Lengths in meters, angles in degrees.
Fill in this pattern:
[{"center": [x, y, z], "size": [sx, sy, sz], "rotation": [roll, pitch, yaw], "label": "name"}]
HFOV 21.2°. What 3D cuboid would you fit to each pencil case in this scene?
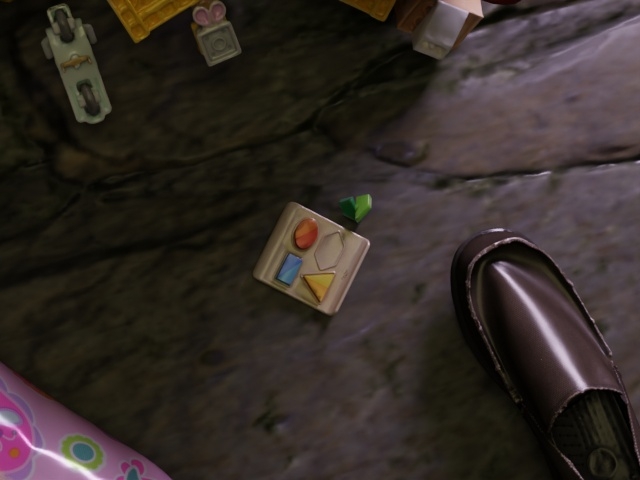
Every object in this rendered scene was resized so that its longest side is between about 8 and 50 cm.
[{"center": [-0.210, 0.133, 1.029], "size": [0.284, 0.124, 0.124], "rotation": [34, 81, 0], "label": "pencil case"}]

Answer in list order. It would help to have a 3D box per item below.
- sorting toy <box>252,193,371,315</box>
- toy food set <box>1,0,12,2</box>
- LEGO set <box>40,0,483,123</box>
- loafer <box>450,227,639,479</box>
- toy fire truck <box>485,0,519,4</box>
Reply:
[{"center": [0.000, 0.000, 1.119], "size": [0.062, 0.012, 0.083], "rotation": [27, 81, -1], "label": "sorting toy"}, {"center": [-0.202, -0.212, 1.107], "size": [0.132, 0.038, 0.192], "rotation": [32, 66, 11], "label": "toy food set"}, {"center": [-0.044, -0.173, 1.113], "size": [0.287, 0.107, 0.132], "rotation": [-13, 119, -11], "label": "LEGO set"}, {"center": [0.159, 0.087, 1.089], "size": [0.080, 0.078, 0.220], "rotation": [-30, 87, -8], "label": "loafer"}, {"center": [0.006, -0.270, 1.018], "size": [0.302, 0.169, 0.254], "rotation": [23, 42, -2], "label": "toy fire truck"}]
